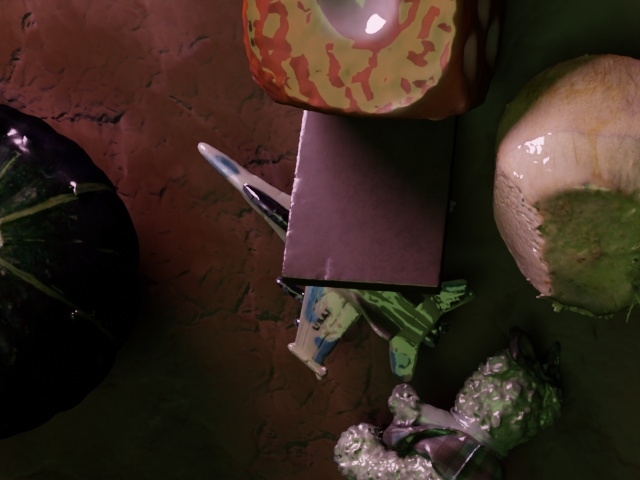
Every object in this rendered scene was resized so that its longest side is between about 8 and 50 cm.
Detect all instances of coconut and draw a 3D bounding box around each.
[{"bbox_3d":[0.217,-0.052,1.205,0.194,0.194,0.194,4,102,17],"label":"coconut"}]

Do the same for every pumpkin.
[{"bbox_3d":[-0.299,0.039,1.365,0.296,0.296,0.295,4,102,17],"label":"pumpkin"}]

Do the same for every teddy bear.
[{"bbox_3d":[0.113,0.169,1.307,0.213,0.111,0.133,-41,112,19],"label":"teddy bear"}]

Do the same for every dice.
[{"bbox_3d":[0.047,-0.194,1.229,0.174,0.179,0.175,5,107,16],"label":"dice"}]

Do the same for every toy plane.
[{"bbox_3d":[0.004,0.000,1.336,0.262,0.088,0.192,42,105,17],"label":"toy plane"}]

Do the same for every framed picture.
[{"bbox_3d":[0.042,-0.042,1.287,0.128,0.023,0.168,3,70,10],"label":"framed picture"}]
